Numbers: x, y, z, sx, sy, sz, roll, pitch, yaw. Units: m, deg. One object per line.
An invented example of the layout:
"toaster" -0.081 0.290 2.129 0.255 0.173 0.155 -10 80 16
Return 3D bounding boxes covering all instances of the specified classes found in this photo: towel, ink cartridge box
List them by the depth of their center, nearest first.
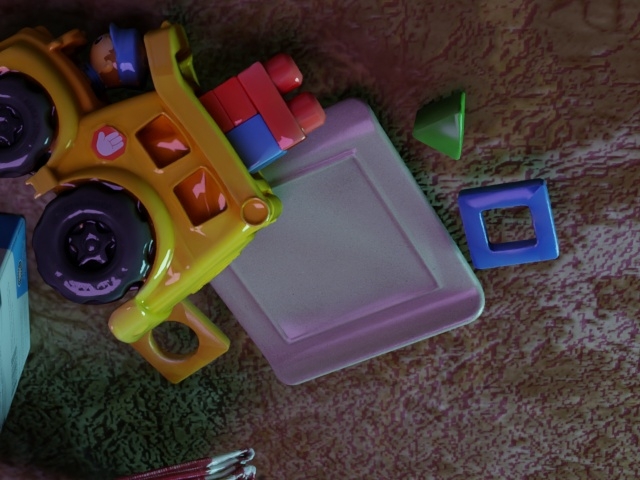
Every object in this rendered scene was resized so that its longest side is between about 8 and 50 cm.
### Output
"ink cartridge box" -0.273 0.088 1.195 0.082 0.190 0.139 7 127 2
"towel" -0.231 0.229 1.231 0.329 0.037 0.237 -11 168 -26

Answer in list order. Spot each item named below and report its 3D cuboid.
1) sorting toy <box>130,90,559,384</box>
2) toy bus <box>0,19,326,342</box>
"sorting toy" 0.000 0.000 1.186 0.348 0.047 0.196 -22 117 22
"toy bus" -0.113 -0.074 1.080 0.211 0.149 0.220 -35 90 6
